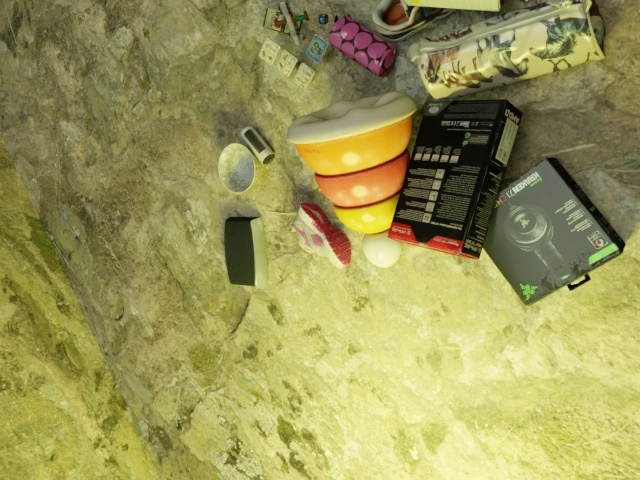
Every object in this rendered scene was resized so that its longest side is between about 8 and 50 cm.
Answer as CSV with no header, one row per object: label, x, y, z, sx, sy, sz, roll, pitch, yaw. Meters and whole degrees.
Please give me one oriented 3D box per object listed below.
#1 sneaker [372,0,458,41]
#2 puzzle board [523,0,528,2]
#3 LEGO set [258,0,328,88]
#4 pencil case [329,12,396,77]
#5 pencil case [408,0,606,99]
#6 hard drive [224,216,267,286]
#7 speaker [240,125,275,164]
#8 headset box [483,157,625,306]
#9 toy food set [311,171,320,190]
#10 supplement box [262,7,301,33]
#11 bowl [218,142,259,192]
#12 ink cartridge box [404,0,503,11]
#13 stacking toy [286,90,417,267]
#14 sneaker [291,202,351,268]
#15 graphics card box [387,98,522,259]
sneaker,0.277,-0.626,1.248,0.321,0.127,0.126,-29,80,32
puzzle board,0.488,-0.648,1.170,0.096,0.011,0.128,38,116,24
LEGO set,-0.065,-0.599,1.466,0.182,0.060,0.244,34,142,-4
pencil case,0.121,-0.553,1.388,0.209,0.095,0.098,42,95,19
pencil case,0.424,-0.451,1.143,0.410,0.183,0.159,-6,59,35
hard drive,-0.273,0.043,1.770,0.172,0.054,0.254,2,99,33
speaker,-0.212,-0.323,1.667,0.055,0.055,0.136,-47,72,30
headset box,0.533,-0.013,1.175,0.246,0.131,0.283,-40,76,33
toy food set,0.050,-0.192,1.523,0.192,0.038,0.132,20,109,30
supplement box,-0.117,-0.677,1.526,0.083,0.083,0.056,25,111,28
bowl,-0.266,-0.250,1.700,0.170,0.080,0.170,6,101,32
ink cartridge box,0.315,-0.696,1.159,0.307,0.072,0.303,18,83,26
stacking toy,0.126,-0.143,1.372,0.351,0.350,0.479,1,116,34
sneaker,0.000,0.000,1.561,0.252,0.103,0.111,52,126,23
graphics card box,0.322,-0.155,1.206,0.233,0.094,0.370,16,91,50
